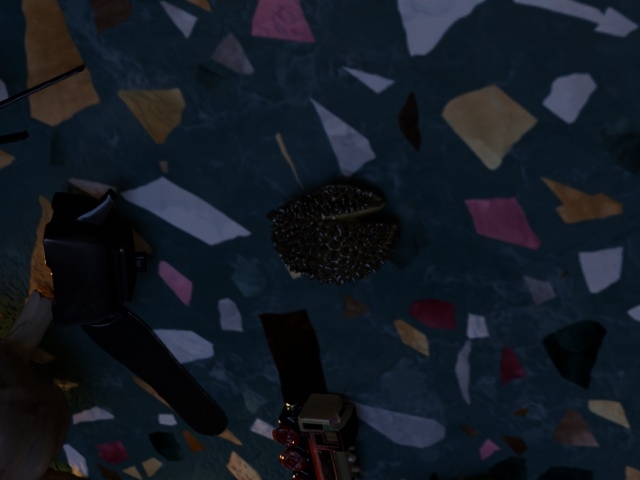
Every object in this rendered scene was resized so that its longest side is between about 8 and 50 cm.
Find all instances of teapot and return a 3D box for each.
[{"bbox_3d":[-0.227,0.021,1.408,0.096,0.087,0.177,1,127,-1],"label":"teapot"}]

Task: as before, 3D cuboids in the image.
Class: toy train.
[{"bbox_3d":[0.001,0.226,1.456,0.087,0.050,0.138,2,124,22],"label":"toy train"}]

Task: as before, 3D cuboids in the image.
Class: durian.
[{"bbox_3d":[-0.001,-0.001,1.281,0.140,0.071,0.110,9,126,27],"label":"durian"}]

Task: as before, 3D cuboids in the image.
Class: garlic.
[{"bbox_3d":[-0.356,0.153,1.512,0.218,0.218,0.212,36,100,-1],"label":"garlic"}]

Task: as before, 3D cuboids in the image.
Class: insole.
[{"bbox_3d":[-0.190,0.135,1.517,0.232,0.003,0.080,45,131,-9],"label":"insole"}]

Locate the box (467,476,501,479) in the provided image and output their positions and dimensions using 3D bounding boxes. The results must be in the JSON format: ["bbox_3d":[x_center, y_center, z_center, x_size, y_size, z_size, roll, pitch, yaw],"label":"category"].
[{"bbox_3d":[0.161,0.378,1.452,0.180,0.103,0.250,-17,115,35],"label":"box"}]

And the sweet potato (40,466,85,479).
[{"bbox_3d":[-0.382,0.280,1.684,0.226,0.068,0.068,21,131,-6],"label":"sweet potato"}]

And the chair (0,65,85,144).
[{"bbox_3d":[-0.376,-0.169,1.297,0.247,0.172,0.159,-14,117,26],"label":"chair"}]
